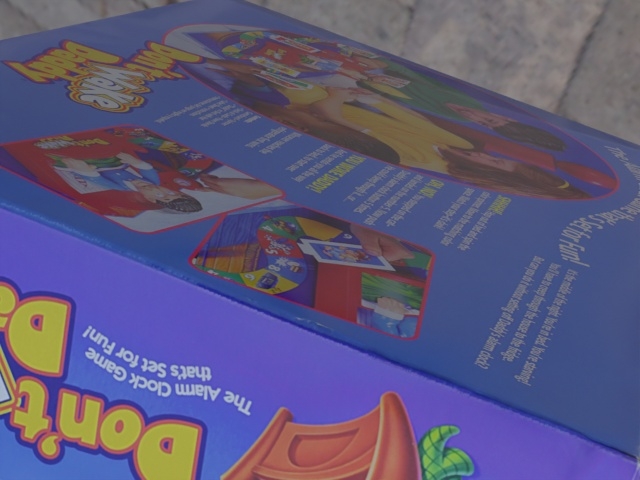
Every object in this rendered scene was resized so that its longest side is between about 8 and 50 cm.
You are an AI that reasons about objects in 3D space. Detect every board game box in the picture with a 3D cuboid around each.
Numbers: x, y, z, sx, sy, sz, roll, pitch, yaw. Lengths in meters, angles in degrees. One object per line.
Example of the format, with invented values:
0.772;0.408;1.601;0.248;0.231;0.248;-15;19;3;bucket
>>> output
0.000;0.000;0.484;0.233;0.347;0.078;21;109;11;board game box
